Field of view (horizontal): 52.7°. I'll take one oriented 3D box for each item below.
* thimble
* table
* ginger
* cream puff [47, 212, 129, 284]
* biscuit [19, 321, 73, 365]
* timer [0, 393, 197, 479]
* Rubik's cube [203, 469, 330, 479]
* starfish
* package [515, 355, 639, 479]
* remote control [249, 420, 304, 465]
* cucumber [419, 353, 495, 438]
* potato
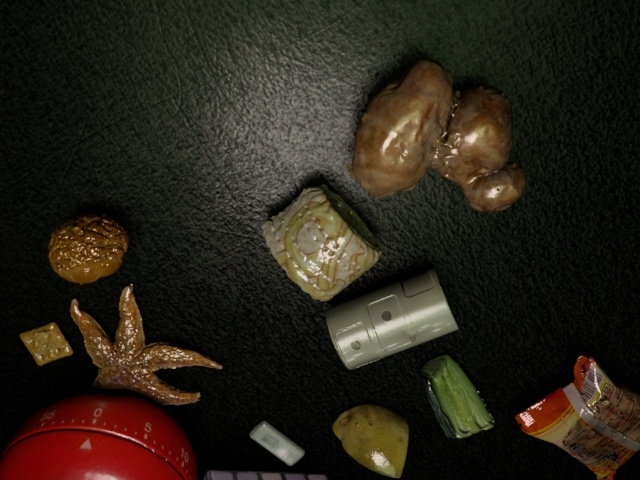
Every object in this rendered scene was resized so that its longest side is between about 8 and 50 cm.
[{"bbox_3d":[0.000,0.000,1.156,0.143,0.137,0.190,-41,91,17],"label":"thimble"},{"bbox_3d":[0.133,0.148,1.214,0.220,0.126,0.126,-22,109,8],"label":"table"},{"bbox_3d":[0.210,-0.165,1.075,0.304,0.155,0.244,13,109,-3],"label":"ginger"},{"bbox_3d":[-0.416,0.007,1.162,0.144,0.126,0.103,-13,148,-28],"label":"cream puff"},{"bbox_3d":[-0.554,0.209,1.305,0.083,0.018,0.081,-19,110,8],"label":"biscuit"},{"bbox_3d":[-0.433,0.483,1.254,0.378,0.279,0.377,1,125,2],"label":"timer"},{"bbox_3d":[-0.114,0.669,1.302,0.287,0.293,0.291,11,111,-22],"label":"Rubik's cube"},{"bbox_3d":[-0.374,0.229,1.289,0.299,0.060,0.302,-21,109,11],"label":"starfish"},{"bbox_3d":[0.562,0.372,1.306,0.288,0.108,0.223,32,110,-14],"label":"package"},{"bbox_3d":[-0.092,0.436,1.387,0.124,0.018,0.053,40,106,-14],"label":"remote control"},{"bbox_3d":[0.263,0.328,1.308,0.115,0.086,0.193,-39,110,-32],"label":"cucumber"},{"bbox_3d":[0.105,0.401,1.315,0.149,0.120,0.081,13,112,-5],"label":"potato"}]
